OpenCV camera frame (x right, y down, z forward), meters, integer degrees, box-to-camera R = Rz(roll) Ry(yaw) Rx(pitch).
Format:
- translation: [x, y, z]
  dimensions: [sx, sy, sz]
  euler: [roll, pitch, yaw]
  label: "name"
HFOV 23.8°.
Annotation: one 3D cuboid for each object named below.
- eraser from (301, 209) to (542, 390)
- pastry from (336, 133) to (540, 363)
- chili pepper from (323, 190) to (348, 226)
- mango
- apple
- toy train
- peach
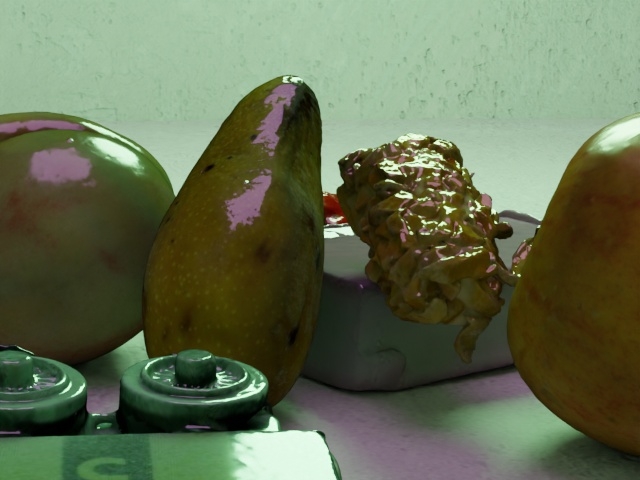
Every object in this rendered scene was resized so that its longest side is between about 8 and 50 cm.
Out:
- translation: [0.107, 0.053, 1.578]
  dimensions: [0.359, 0.122, 0.272]
  euler: [-9, 17, -36]
  label: "eraser"
- translation: [0.110, -0.002, 1.371]
  dimensions: [0.154, 0.102, 0.250]
  euler: [1, 34, -20]
  label: "pastry"
- translation: [0.002, 0.005, 1.764]
  dimensions: [0.134, 0.131, 0.338]
  euler: [34, 21, 22]
  label: "chili pepper"
- translation: [-0.073, 0.002, 1.373]
  dimensions: [0.176, 0.329, 0.175]
  euler: [-28, -46, 32]
  label: "mango"
- translation: [0.307, 0.043, 1.244]
  dimensions: [0.275, 0.299, 0.299]
  euler: [17, 16, 15]
  label: "apple"
- translation: [-0.126, 0.166, 0.898]
  dimensions: [0.299, 0.167, 0.238]
  euler: [-2, 17, -9]
  label: "toy train"
- translation: [-0.274, 0.004, 1.496]
  dimensions: [0.292, 0.247, 0.292]
  euler: [-13, 33, 9]
  label: "peach"
